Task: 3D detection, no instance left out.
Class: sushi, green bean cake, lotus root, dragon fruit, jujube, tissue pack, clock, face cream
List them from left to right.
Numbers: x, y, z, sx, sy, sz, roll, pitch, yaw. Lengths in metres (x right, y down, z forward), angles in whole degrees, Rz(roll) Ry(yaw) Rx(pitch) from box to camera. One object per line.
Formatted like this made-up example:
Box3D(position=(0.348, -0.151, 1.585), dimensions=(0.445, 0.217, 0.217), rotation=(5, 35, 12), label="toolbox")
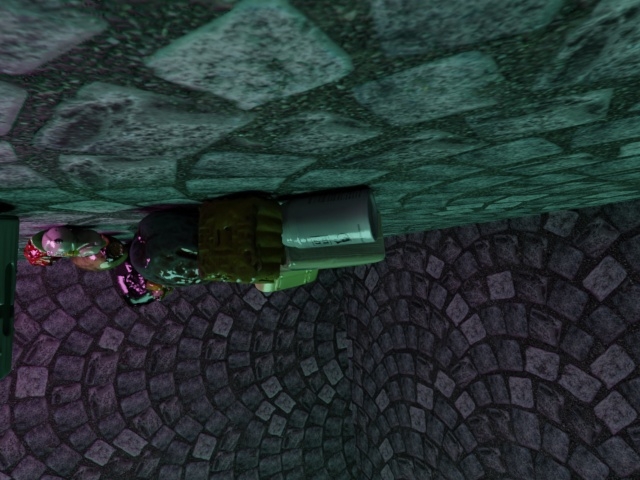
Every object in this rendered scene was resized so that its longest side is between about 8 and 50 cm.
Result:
Box3D(position=(-1.029, 0.038, 1.562), dimensions=(0.142, 0.130, 0.121), rotation=(-49, -166, -30), label="dragon fruit")
Box3D(position=(-0.837, 0.005, 1.395), dimensions=(0.144, 0.103, 0.231), rotation=(4, -179, 35), label="clock")
Box3D(position=(-0.927, 0.048, 1.722), dimensions=(0.309, 0.173, 0.173), rotation=(3, -178, 35), label="lotus root")
Box3D(position=(-0.835, 0.147, 2.100), dimensions=(0.285, 0.327, 0.328), rotation=(-15, 175, 2), label="sushi")
Box3D(position=(-0.393, 0.027, 1.225), dimensions=(0.247, 0.215, 0.308), rotation=(14, -176, 39), label="jujube")
Box3D(position=(-0.211, -0.001, 1.073), dimensions=(0.224, 0.229, 0.131), rotation=(-2, 177, 32), label="green bean cake")
Box3D(position=(-0.192, 0.055, 1.732), dimensions=(0.286, 0.117, 0.348), rotation=(-10, -141, -32), label="clock")
Box3D(position=(-0.036, -0.048, 1.139), dimensions=(0.370, 0.145, 0.145), rotation=(-7, 176, 18), label="face cream")
Box3D(position=(0.000, 0.000, 1.510), dimensions=(0.381, 0.207, 0.297), rotation=(-3, 175, -26), label="tissue pack")

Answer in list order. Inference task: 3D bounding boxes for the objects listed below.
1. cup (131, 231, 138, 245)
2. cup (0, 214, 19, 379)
Box3D(position=(-0.554, 0.029, 1.630), dimensions=(0.289, 0.202, 0.203), rotation=(-11, 176, 9), label="cup")
Box3D(position=(-0.825, 0.114, 0.936), dimensions=(0.310, 0.392, 0.401), rotation=(1, -177, 14), label="cup")
